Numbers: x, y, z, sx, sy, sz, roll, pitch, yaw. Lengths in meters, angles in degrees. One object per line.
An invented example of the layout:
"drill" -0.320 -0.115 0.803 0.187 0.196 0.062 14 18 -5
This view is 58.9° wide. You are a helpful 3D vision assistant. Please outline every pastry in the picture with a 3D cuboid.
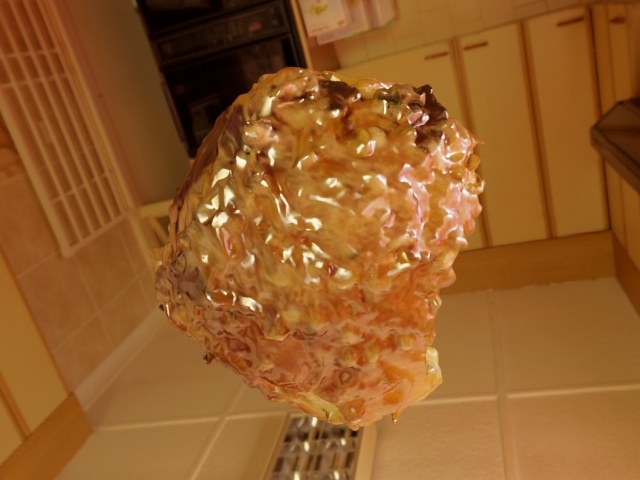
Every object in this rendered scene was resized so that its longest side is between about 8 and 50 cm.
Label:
"pastry" -0.015 0.007 0.634 0.337 0.405 0.292 8 -148 6
